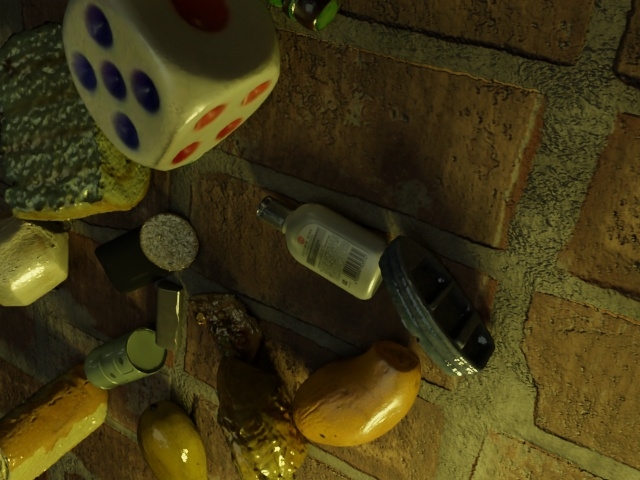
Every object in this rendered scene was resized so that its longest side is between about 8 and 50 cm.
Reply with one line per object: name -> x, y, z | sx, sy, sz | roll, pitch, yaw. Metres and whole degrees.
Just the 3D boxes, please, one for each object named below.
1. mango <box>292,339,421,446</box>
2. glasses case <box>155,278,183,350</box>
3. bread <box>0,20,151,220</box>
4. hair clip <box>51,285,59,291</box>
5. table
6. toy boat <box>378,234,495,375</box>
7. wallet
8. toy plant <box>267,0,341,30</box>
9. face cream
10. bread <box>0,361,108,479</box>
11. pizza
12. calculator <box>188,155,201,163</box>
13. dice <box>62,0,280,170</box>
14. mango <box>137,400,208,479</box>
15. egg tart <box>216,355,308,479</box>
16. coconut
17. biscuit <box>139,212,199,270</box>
mango -> 0.076, 0.332, 1.386 | 0.359, 0.144, 0.187 | -32, 95, 36
glasses case -> -0.388, 0.193, 1.689 | 0.072, 0.042, 0.190 | 18, 120, 15
bread -> -0.524, -0.240, 1.435 | 0.239, 0.264, 0.395 | -10, 87, 17
hair clip -> -0.881, 0.066, 1.905 | 0.090, 0.137, 0.278 | -42, 85, 3
table -> -0.528, 0.320, 1.783 | 0.220, 0.126, 0.126 | -24, 97, 39
toy boat -> 0.208, 0.116, 1.210 | 0.283, 0.127, 0.078 | 54, 135, -2
wallet -> -0.469, 0.049, 1.673 | 0.250, 0.044, 0.149 | -19, 104, 37
toy plant -> -0.046, -0.437, 1.140 | 0.162, 0.093, 0.093 | 40, 127, 11
face cream -> 0.000, 0.000, 1.325 | 0.291, 0.071, 0.144 | 29, 123, 18
bread -> -0.795, 0.532, 1.897 | 0.165, 0.375, 0.236 | 28, 127, 17
pizza -> -0.230, 0.199, 1.570 | 0.226, 0.069, 0.147 | 48, 130, 5
calculator -> -0.309, -0.215, 1.458 | 0.153, 0.021, 0.095 | -13, 103, 36
dice -> -0.267, -0.331, 1.184 | 0.304, 0.277, 0.304 | 52, 142, -1
mango -> -0.409, 0.584, 1.819 | 0.195, 0.142, 0.331 | 13, 120, 33
egg tart -> -0.131, 0.420, 1.492 | 0.153, 0.339, 0.351 | -23, 72, -2
coconut -> -0.791, 0.035, 1.751 | 0.245, 0.247, 0.245 | 42, 160, 19
biscuit -> -0.359, 0.002, 1.569 | 0.152, 0.020, 0.152 | 3, 109, 10
